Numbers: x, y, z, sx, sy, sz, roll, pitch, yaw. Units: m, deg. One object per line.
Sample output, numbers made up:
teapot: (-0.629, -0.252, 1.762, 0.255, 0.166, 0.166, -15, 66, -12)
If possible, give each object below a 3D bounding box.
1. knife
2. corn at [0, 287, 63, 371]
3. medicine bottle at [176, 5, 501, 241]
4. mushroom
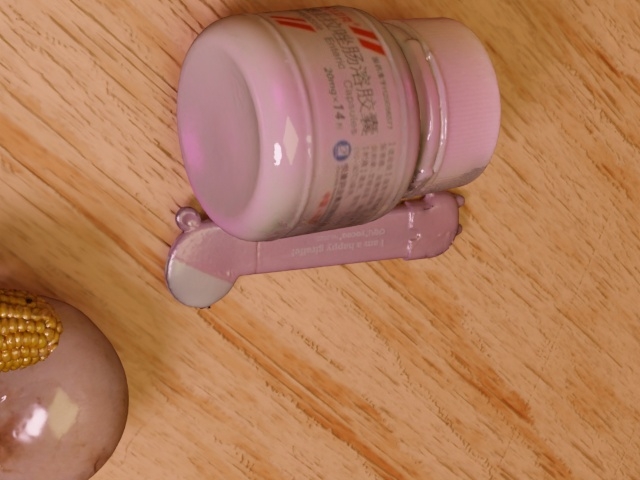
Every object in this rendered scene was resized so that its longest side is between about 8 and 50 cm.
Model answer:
knife: (0.000, 0.000, 1.546, 0.398, 0.038, 0.132, -6, 113, -23)
corn: (-0.399, 0.088, 1.232, 0.293, 0.106, 0.106, -2, 110, -29)
medicine bottle: (0.021, -0.135, 1.388, 0.301, 0.241, 0.241, -11, 113, -30)
mushroom: (-0.319, 0.173, 1.397, 0.226, 0.178, 0.227, -1, 85, 7)
